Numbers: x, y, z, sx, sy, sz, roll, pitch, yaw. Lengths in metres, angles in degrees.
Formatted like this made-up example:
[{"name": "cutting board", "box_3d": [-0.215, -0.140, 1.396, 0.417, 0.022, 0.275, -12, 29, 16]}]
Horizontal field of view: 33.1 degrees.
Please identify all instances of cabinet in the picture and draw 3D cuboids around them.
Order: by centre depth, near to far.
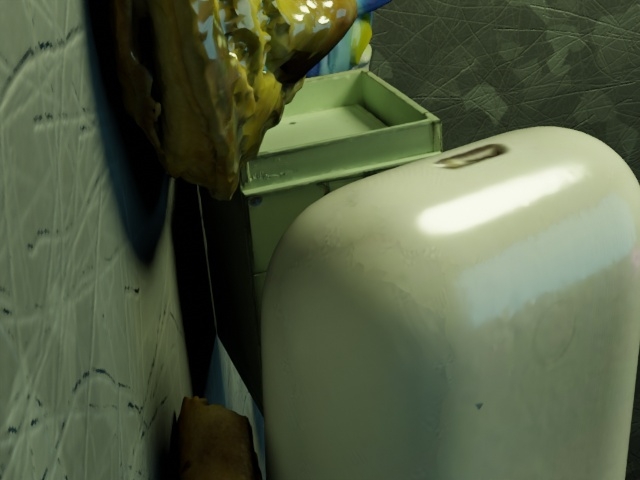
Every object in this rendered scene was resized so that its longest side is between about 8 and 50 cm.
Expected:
[{"name": "cabinet", "box_3d": [0.000, 0.000, 0.795, 0.150, 0.145, 0.206, -130, -149, -58]}]

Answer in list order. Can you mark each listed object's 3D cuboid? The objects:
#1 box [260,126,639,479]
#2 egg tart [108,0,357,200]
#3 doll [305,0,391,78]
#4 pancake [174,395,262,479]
[{"name": "box", "box_3d": [0.092, 0.110, 0.700, 0.141, 0.289, 0.349, 24, -56, 43]}, {"name": "egg tart", "box_3d": [-0.050, -0.172, 0.625, 0.297, 0.132, 0.297, -9, 90, -89]}, {"name": "doll", "box_3d": [-0.014, -0.209, 1.340, 0.376, 0.187, 0.365, 166, -68, -80]}, {"name": "pancake", "box_3d": [-0.058, 0.211, 0.641, 0.257, 0.056, 0.212, -105, -164, -58]}]
